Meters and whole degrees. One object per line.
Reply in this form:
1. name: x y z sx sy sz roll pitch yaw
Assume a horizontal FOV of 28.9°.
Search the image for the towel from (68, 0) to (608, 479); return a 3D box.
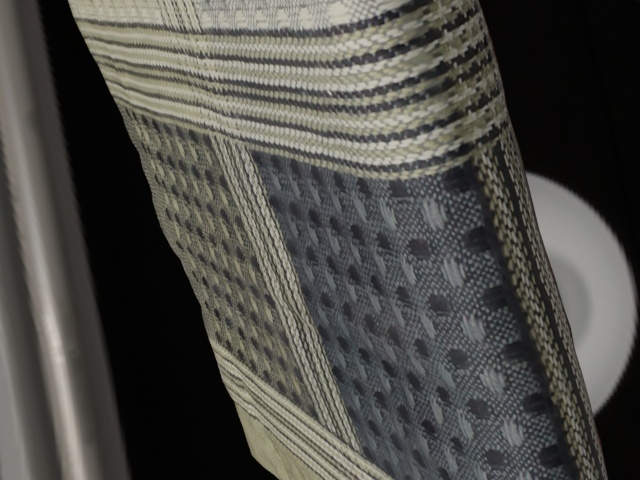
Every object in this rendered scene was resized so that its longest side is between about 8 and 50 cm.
1. towel: 0.000 0.000 0.475 0.056 0.324 0.312 -26 -70 -18
